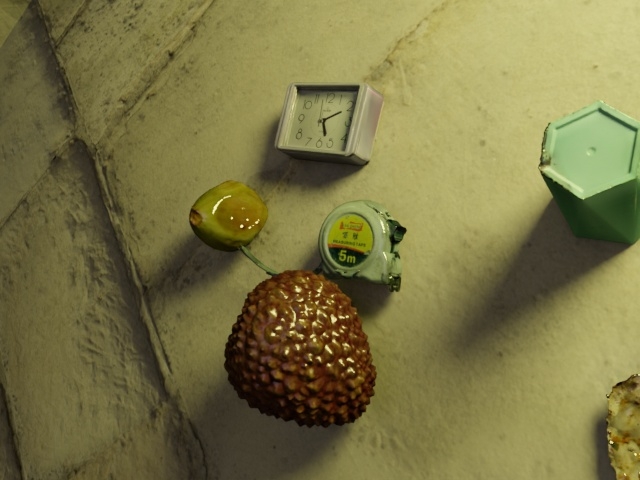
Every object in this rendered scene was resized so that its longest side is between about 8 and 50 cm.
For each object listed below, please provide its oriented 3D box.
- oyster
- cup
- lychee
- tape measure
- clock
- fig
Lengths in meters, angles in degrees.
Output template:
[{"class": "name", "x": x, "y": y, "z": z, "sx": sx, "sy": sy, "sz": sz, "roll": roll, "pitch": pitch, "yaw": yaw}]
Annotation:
[{"class": "oyster", "x": 0.419, "y": 0.258, "z": 0.654, "sx": 0.105, "sy": 0.056, "sz": 0.177, "roll": -8, "pitch": 76, "yaw": 39}, {"class": "cup", "x": 0.350, "y": -0.084, "z": 0.656, "sx": 0.148, "sy": 0.236, "sz": 0.134, "roll": 6, "pitch": 83, "yaw": 37}, {"class": "lychee", "x": -0.025, "y": 0.190, "z": 0.864, "sx": 0.271, "sy": 0.271, "sz": 0.271, "roll": -7, "pitch": 77, "yaw": 33}, {"class": "tape measure", "x": 0.000, "y": 0.001, "z": 0.964, "sx": 0.330, "sy": 0.084, "sz": 0.164, "roll": 8, "pitch": 84, "yaw": 34}, {"class": "clock", "x": 0.016, "y": -0.227, "z": 1.004, "sx": 0.193, "sy": 0.073, "sz": 0.144, "roll": 12, "pitch": 88, "yaw": 35}, {"class": "fig", "x": -0.190, "y": -0.048, "z": 1.054, "sx": 0.154, "sy": 0.166, "sz": 0.144, "roll": 6, "pitch": 103, "yaw": 23}]
